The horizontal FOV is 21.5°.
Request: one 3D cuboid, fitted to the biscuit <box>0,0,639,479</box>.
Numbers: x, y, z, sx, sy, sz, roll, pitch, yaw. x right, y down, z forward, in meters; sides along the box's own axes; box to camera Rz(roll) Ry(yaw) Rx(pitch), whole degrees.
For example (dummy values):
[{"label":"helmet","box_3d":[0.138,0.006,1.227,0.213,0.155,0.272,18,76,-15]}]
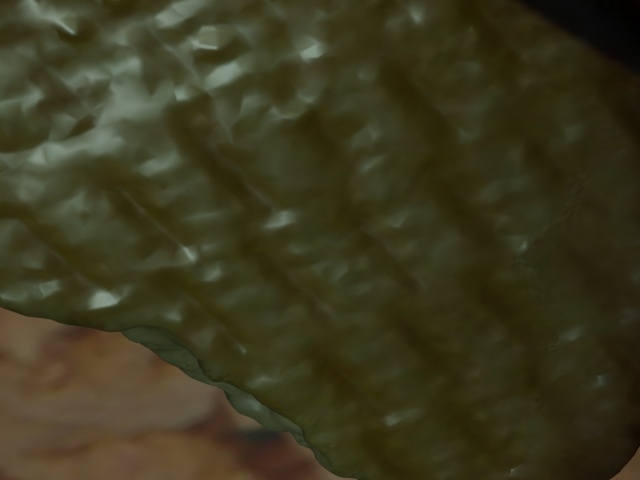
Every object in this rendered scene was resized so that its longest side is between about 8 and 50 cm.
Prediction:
[{"label":"biscuit","box_3d":[0.000,-0.001,0.362,0.176,0.031,0.228,-12,133,0]}]
